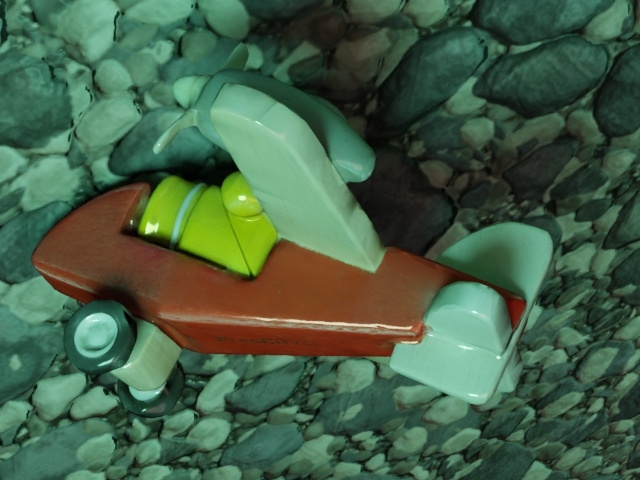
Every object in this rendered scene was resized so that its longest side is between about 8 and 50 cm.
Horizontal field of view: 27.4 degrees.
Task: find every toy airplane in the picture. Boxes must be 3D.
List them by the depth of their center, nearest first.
[{"bbox_3d":[0.000,0.000,1.073,0.384,0.272,0.386,18,153,-27],"label":"toy airplane"}]
